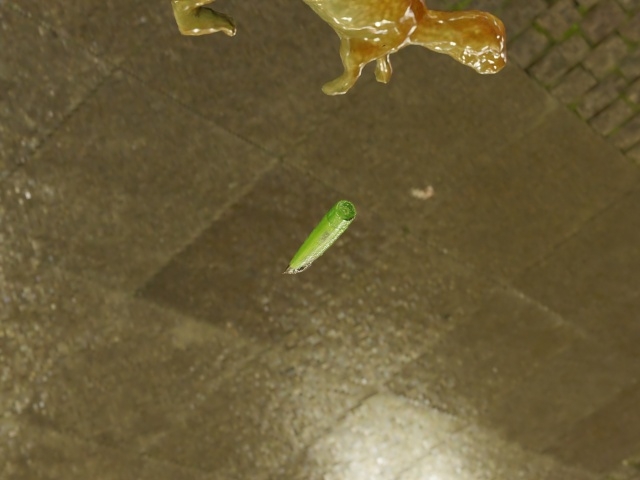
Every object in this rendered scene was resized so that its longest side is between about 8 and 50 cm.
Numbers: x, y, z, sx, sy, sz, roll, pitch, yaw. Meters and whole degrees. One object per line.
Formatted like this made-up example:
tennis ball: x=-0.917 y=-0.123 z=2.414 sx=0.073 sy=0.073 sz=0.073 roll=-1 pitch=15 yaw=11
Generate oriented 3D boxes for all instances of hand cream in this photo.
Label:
hand cream: x=0.000 y=0.000 z=1.181 sx=0.036 sy=0.023 sz=0.122 roll=-26 pitch=165 yaw=-34

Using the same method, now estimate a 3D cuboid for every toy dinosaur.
toy dinosaur: x=0.002 y=-0.104 z=0.408 sx=0.126 sy=0.039 sz=0.162 roll=-2 pitch=145 yaw=3
